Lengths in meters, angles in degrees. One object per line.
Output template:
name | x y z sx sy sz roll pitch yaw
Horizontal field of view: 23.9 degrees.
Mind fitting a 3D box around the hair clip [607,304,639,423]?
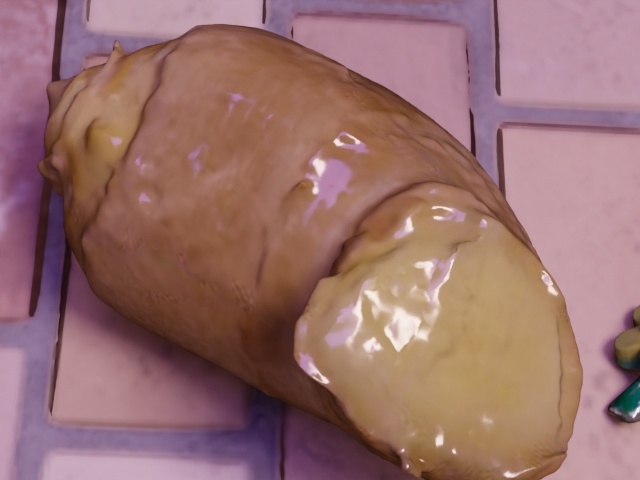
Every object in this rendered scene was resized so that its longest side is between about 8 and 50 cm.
hair clip | 0.189 0.018 0.678 0.173 0.049 0.049 -35 72 -18

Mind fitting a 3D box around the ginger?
ginger | 0.000 0.000 0.615 0.267 0.152 0.138 31 92 29
